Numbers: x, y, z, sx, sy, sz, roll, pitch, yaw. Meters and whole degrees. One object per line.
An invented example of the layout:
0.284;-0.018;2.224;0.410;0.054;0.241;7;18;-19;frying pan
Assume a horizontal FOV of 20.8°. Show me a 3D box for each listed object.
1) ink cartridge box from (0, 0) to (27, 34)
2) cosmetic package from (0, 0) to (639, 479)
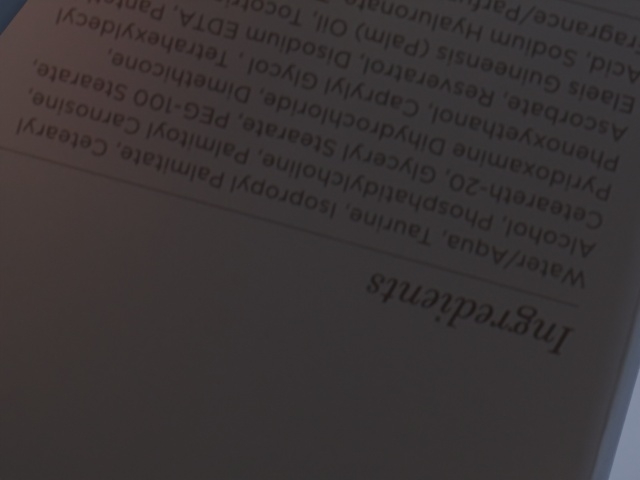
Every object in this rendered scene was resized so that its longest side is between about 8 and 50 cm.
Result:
-0.197;-0.186;0.543;0.114;0.273;0.197;-55;-177;-14;ink cartridge box
0.000;0.000;0.884;0.327;0.329;0.393;16;-92;6;cosmetic package
